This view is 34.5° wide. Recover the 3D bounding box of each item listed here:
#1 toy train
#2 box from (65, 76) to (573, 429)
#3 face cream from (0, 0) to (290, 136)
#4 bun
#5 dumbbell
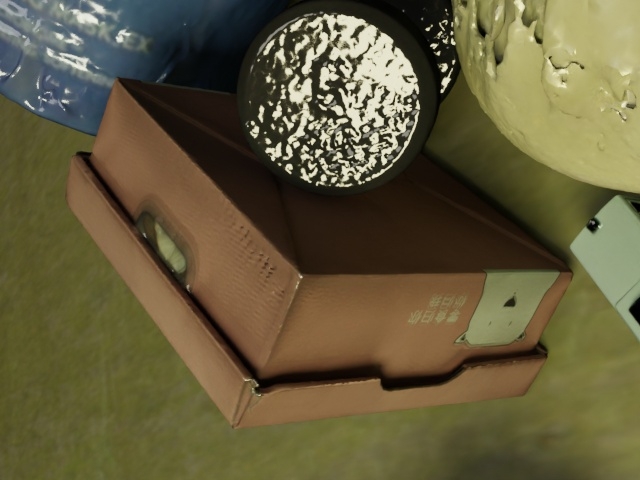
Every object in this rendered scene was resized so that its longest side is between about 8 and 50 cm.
[{"bbox_3d":[0.194,0.065,0.486,0.043,0.047,0.207,-54,49,31],"label":"toy train"},{"bbox_3d":[0.000,0.000,0.578,0.215,0.215,0.086,45,122,41],"label":"box"},{"bbox_3d":[-0.135,-0.215,0.730,0.249,0.249,0.225,50,125,38],"label":"face cream"},{"bbox_3d":[0.150,-0.162,0.484,0.287,0.146,0.287,0,89,49],"label":"bun"},{"bbox_3d":[0.025,-0.097,0.574,0.100,0.191,0.100,4,111,11],"label":"dumbbell"}]
